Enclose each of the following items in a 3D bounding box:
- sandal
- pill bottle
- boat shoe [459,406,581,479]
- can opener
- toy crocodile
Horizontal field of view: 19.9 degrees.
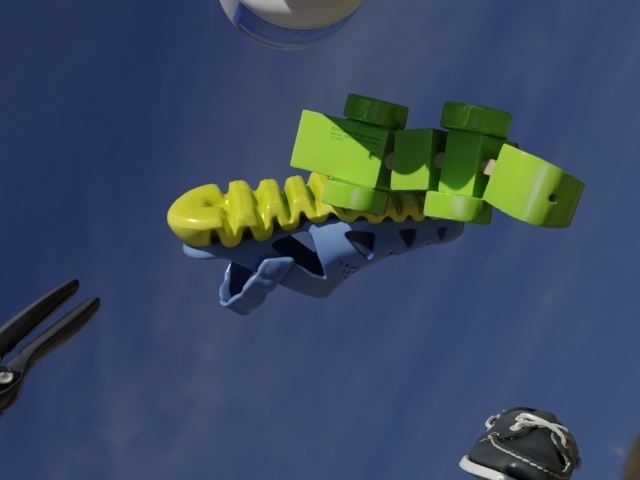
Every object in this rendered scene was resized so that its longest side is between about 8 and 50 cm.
[{"bbox_3d":[0.000,0.000,1.967,0.126,0.317,0.138,-93,-4,-65],"label":"sandal"},{"bbox_3d":[-0.020,-0.267,1.703,0.152,0.152,0.272,-59,5,-3],"label":"pill bottle"},{"bbox_3d":[0.208,0.212,1.839,0.091,0.114,0.302,-62,-2,-1],"label":"boat shoe"},{"bbox_3d":[-0.254,0.089,1.542,0.073,0.059,0.186,-44,6,47],"label":"can opener"},{"bbox_3d":[0.102,-0.075,1.767,0.105,0.341,0.115,11,-91,-46],"label":"toy crocodile"}]
